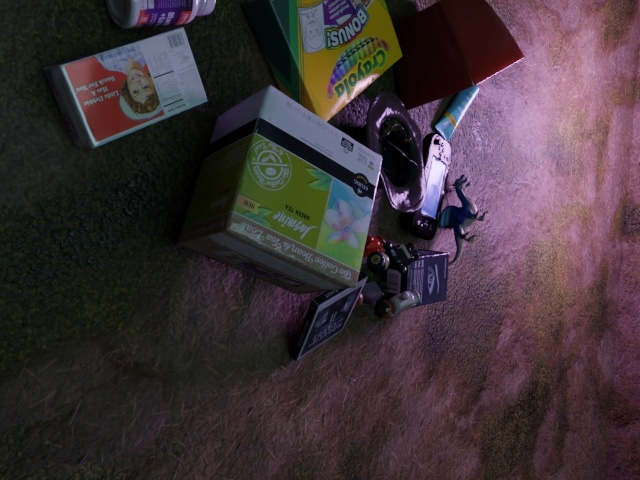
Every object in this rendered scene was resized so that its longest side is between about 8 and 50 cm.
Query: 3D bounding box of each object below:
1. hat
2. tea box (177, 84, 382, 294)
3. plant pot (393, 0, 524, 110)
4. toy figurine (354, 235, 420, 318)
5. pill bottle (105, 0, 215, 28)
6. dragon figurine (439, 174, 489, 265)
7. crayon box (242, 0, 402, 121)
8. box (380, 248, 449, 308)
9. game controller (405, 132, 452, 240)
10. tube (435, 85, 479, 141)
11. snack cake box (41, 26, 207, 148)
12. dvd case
[{"bbox_3d":[0.164,-0.227,1.652,0.331,0.133,0.332,21,64,-52],"label":"hat"},{"bbox_3d":[-0.077,-0.089,1.310,0.328,0.220,0.324,25,68,-33],"label":"tea box"},{"bbox_3d":[0.358,-0.545,1.716,0.267,0.267,0.236,-32,104,-33],"label":"plant pot"},{"bbox_3d":[0.152,0.098,1.638,0.148,0.213,0.210,-15,109,-32],"label":"toy figurine"},{"bbox_3d":[-0.303,-0.470,1.178,0.193,0.108,0.108,-23,112,-39],"label":"pill bottle"},{"bbox_3d":[0.446,-0.064,1.982,0.085,0.144,0.289,4,112,-46],"label":"dragon figurine"},{"bbox_3d":[0.023,-0.508,1.491,0.363,0.106,0.313,-45,125,-30],"label":"crayon box"},{"bbox_3d":[0.283,0.111,1.834,0.207,0.108,0.153,-3,98,-44],"label":"box"},{"bbox_3d":[0.337,-0.163,1.875,0.166,0.067,0.320,16,86,-44],"label":"game controller"},{"bbox_3d":[0.434,-0.414,1.950,0.080,0.052,0.207,42,73,-29],"label":"tube"},{"bbox_3d":[-0.361,-0.293,1.163,0.264,0.089,0.152,-33,120,-36],"label":"snack cake box"},{"bbox_3d":[0.020,0.193,1.555,0.179,0.029,0.239,-27,150,-38],"label":"dvd case"}]
